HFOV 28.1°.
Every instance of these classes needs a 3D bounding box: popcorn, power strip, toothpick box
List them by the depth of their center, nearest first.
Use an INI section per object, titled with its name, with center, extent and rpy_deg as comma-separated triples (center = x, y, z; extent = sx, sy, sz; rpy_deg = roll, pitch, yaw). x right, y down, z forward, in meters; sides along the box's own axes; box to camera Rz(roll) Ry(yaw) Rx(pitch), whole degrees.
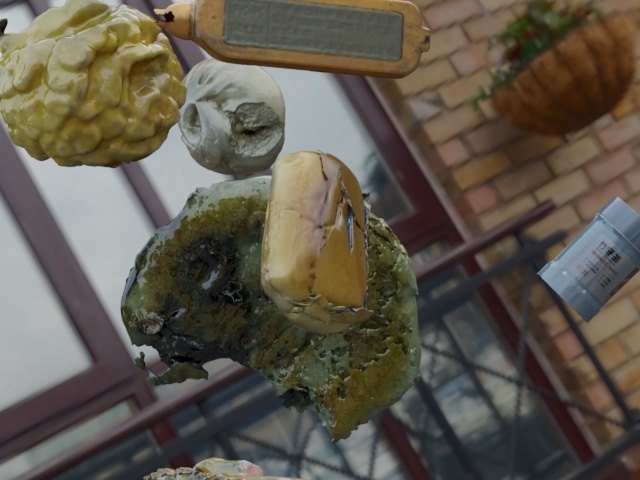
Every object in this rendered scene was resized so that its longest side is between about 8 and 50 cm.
[power strip]
center = -0.018, -0.134, 0.821
extent = 0.178, 0.049, 0.028
rpy_deg = 4, -6, -10
[popcorn]
center = -0.209, -0.135, 1.116
extent = 0.180, 0.170, 0.180
rpy_deg = -38, 6, 5
[toothpick box]
center = 0.390, 0.027, 1.774
extent = 0.153, 0.101, 0.101
rpy_deg = -46, -10, 6

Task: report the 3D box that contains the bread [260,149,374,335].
[bread]
center = 0.000, 0.000, 0.738
extent = 0.072, 0.106, 0.053
rpy_deg = 32, -47, -33

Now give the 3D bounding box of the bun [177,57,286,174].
[bun]
center = -0.137, -0.176, 1.868
extent = 0.127, 0.178, 0.193
rpy_deg = -13, 20, -30

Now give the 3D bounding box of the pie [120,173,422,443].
[pie]
center = -0.041, 0.073, 1.514
extent = 0.078, 0.371, 0.297
rpy_deg = -110, 41, -77

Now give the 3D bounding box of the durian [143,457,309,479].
[durian]
center = -0.065, 0.189, 0.858
extent = 0.224, 0.078, 0.140
rpy_deg = -27, 31, 37
